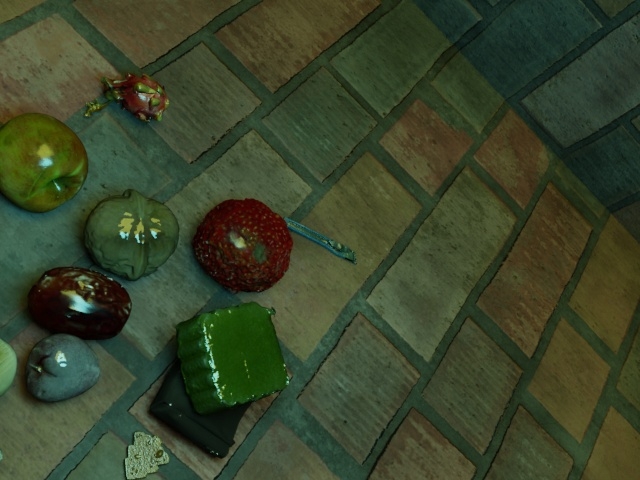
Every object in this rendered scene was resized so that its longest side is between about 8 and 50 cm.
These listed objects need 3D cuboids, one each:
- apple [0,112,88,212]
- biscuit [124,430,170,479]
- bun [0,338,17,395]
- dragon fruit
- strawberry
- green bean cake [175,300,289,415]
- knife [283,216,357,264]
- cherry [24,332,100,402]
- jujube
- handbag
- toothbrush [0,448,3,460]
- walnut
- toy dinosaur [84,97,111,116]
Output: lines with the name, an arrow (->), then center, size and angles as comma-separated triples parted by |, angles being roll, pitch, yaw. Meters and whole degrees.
apple -> -0.745, -0.210, 1.864 | 0.246, 0.246, 0.226 | -27, 65, -37
biscuit -> -0.449, 0.549, 1.787 | 0.119, 0.019, 0.130 | 45, 52, -6
bun -> -0.806, 0.302, 1.624 | 0.178, 0.128, 0.193 | 51, 41, -1
dragon fruit -> -0.557, -0.437, 2.118 | 0.208, 0.150, 0.133 | 22, 90, -16
strawberry -> -0.210, 0.003, 2.013 | 0.292, 0.310, 0.291 | 11, 61, -21
green bean cake -> -0.229, 0.299, 1.813 | 0.247, 0.156, 0.249 | -9, 77, -45
knife -> 0.001, 0.000, 2.314 | 0.297, 0.026, 0.044 | 26, 69, -19
cherry -> -0.626, 0.305, 1.714 | 0.176, 0.140, 0.176 | -22, 122, -42
jujube -> -0.605, 0.163, 1.774 | 0.243, 0.183, 0.183 | 25, 57, -25
handbag -> -0.289, 0.409, 1.894 | 0.257, 0.113, 0.285 | 43, 46, -14
toothbrush -> -0.828, 0.559, 1.549 | 0.294, 0.026, 0.028 | -36, 90, -37
walnut -> -0.504, -0.018, 1.892 | 0.248, 0.248, 0.248 | 13, 62, -26
toy dinosaur -> -0.663, -0.402, 2.098 | 0.041, 0.026, 0.113 | 47, 50, -7
